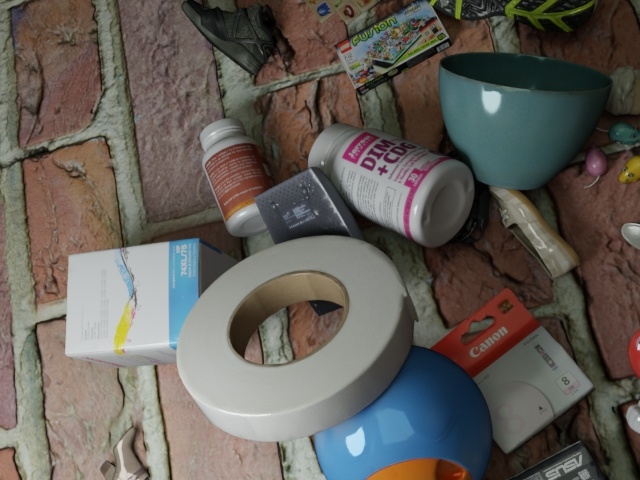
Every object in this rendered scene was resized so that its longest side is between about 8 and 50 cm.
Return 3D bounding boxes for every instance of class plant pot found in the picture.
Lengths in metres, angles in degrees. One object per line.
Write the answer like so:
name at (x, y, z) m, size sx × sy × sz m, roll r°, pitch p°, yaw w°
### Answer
plant pot at (0.341, -0.201, 1.595) m, size 0.290 × 0.290 × 0.195 m, roll 13°, pitch 115°, yaw 21°

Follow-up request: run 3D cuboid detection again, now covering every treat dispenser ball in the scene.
treat dispenser ball at (0.133, 0.312, 1.485) m, size 0.288 × 0.288 × 0.288 m, roll -5°, pitch 74°, yaw 16°

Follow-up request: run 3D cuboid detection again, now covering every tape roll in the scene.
tape roll at (-0.041, 0.145, 1.478) m, size 0.392 × 0.072 × 0.392 m, roll -15°, pitch 39°, yaw 12°

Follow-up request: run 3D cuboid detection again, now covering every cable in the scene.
cable at (0.239, -0.078, 1.696) m, size 0.151 × 0.047 × 0.184 m, roll -4°, pitch 70°, yaw 25°

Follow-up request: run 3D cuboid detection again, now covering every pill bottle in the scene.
pill bottle at (-0.159, -0.126, 1.789) m, size 0.121 × 0.121 × 0.216 m, roll -26°, pitch 69°, yaw 9°
pill bottle at (0.120, -0.108, 1.649) m, size 0.283 × 0.160 × 0.160 m, roll 27°, pitch 85°, yaw 39°

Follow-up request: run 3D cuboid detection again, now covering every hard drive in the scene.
hard drive at (0.000, 0.000, 1.665) m, size 0.172 × 0.054 × 0.254 m, roll -25°, pitch 96°, yaw 41°

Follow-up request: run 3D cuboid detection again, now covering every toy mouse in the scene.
toy mouse at (0.520, -0.164, 1.632) m, size 0.161 × 0.031 × 0.143 m, roll -32°, pitch 68°, yaw 7°

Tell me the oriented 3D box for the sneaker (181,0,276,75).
sneaker at (-0.180, -0.454, 1.908) m, size 0.227 × 0.087 × 0.130 m, roll 38°, pitch 87°, yaw 20°

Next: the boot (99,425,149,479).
boot at (-0.362, 0.427, 1.751) m, size 0.087 × 0.042 × 0.118 m, roll 34°, pitch 88°, yaw 16°

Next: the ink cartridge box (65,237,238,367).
ink cartridge box at (-0.311, 0.125, 1.728) m, size 0.270 × 0.198 × 0.197 m, roll -7°, pitch 74°, yaw 15°

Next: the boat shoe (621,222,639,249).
boat shoe at (0.579, -0.003, 1.566) m, size 0.125 × 0.038 × 0.046 m, roll 20°, pitch 124°, yaw 27°

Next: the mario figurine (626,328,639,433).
mario figurine at (0.609, 0.255, 1.410) m, size 0.198 × 0.170 × 0.320 m, roll -35°, pitch 72°, yaw -32°

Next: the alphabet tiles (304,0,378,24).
alphabet tiles at (0.040, -0.565, 1.908) m, size 0.198 × 0.009 × 0.237 m, roll -36°, pitch 68°, yaw 5°

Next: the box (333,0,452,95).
box at (0.142, -0.385, 1.810) m, size 0.207 × 0.036 × 0.114 m, roll -28°, pitch 68°, yaw 9°

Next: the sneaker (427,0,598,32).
sneaker at (0.344, -0.499, 1.739) m, size 0.385 × 0.145 × 0.147 m, roll 23°, pitch 49°, yaw 20°

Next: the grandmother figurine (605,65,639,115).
grandmother figurine at (0.648, -0.221, 1.576) m, size 0.342 × 0.104 × 0.208 m, roll 21°, pitch 52°, yaw 25°

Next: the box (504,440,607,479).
box at (0.327, 0.551, 1.463) m, size 0.395 × 0.097 × 0.318 m, roll -30°, pitch 67°, yaw 7°

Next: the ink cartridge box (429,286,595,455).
ink cartridge box at (0.323, 0.220, 1.579) m, size 0.189 × 0.066 × 0.232 m, roll -39°, pitch 72°, yaw 4°

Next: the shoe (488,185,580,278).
shoe at (0.364, -0.024, 1.619) m, size 0.058 × 0.076 × 0.219 m, roll -39°, pitch 69°, yaw -1°
